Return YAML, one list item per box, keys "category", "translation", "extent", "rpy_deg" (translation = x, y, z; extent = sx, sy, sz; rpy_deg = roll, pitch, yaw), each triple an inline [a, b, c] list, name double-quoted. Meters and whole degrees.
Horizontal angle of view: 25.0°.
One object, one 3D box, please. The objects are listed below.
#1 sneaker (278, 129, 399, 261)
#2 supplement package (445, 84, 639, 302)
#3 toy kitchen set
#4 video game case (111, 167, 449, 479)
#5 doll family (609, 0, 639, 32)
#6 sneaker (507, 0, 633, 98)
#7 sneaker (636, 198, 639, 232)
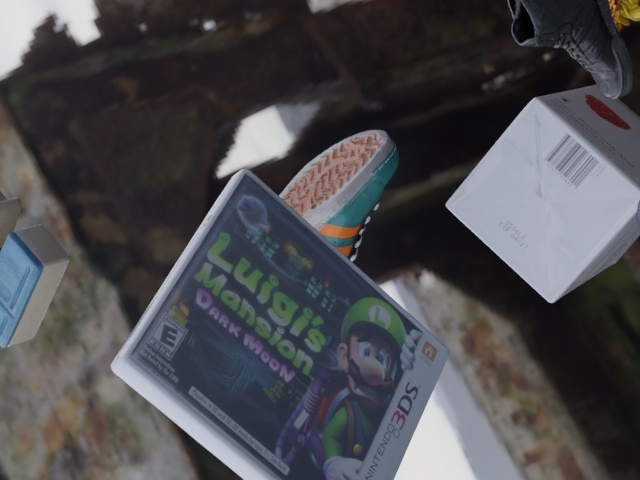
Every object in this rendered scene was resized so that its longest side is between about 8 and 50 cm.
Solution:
- category: "sneaker"
  translation: [0.000, 0.000, 1.757]
  extent: [0.121, 0.302, 0.108]
  rpy_deg: [39, -171, -31]
- category: "supplement package"
  translation: [0.315, -0.067, 1.766]
  extent: [0.177, 0.175, 0.293]
  rpy_deg: [43, -156, 13]
- category: "toy kitchen set"
  translation: [-0.385, 0.008, 1.415]
  extent: [0.207, 0.122, 0.166]
  rpy_deg: [46, -142, 21]
- category: "video game case"
  translation: [-0.016, 0.073, 0.895]
  extent: [0.190, 0.022, 0.173]
  rpy_deg: [42, -132, -14]
- category: "doll family"
  translation: [0.385, -0.342, 1.771]
  extent: [0.263, 0.118, 0.163]
  rpy_deg: [-85, 17, -46]
- category: "sneaker"
  translation: [0.193, -0.176, 1.171]
  extent: [0.051, 0.089, 0.170]
  rpy_deg: [47, 162, 58]
- category: "sneaker"
  translation: [0.376, -0.080, 1.390]
  extent: [0.163, 0.086, 0.226]
  rpy_deg: [167, 117, -78]
